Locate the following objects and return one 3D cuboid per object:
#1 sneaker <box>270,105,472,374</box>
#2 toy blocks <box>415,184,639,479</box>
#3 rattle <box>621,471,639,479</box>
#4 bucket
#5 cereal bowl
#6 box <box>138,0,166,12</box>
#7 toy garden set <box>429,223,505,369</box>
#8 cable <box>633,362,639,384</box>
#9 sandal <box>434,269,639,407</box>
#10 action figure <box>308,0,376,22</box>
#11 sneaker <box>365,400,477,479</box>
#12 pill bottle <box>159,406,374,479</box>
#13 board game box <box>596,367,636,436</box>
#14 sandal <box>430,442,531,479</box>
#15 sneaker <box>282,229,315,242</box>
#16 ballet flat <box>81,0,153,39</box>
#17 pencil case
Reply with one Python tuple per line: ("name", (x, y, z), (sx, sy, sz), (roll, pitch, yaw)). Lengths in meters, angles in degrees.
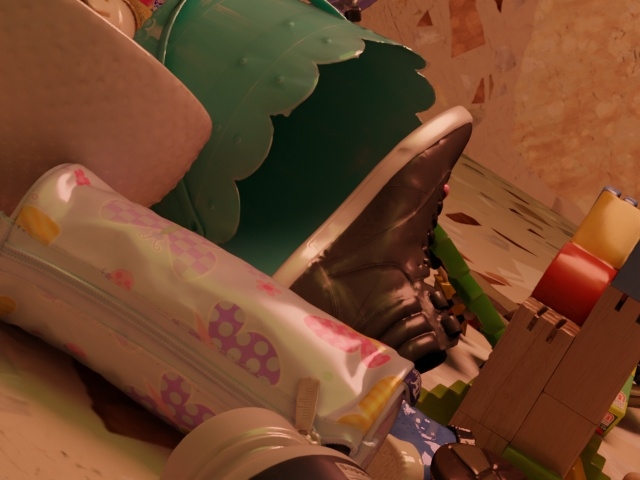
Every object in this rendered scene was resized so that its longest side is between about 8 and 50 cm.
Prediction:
("sneaker", (0.070, 0.020, 1.216), (0.147, 0.296, 0.104), (41, -30, 3))
("toy blocks", (0.223, 0.075, 1.240), (0.190, 0.261, 0.381), (32, 11, 12))
("rattle", (0.367, 0.225, 1.280), (0.199, 0.143, 0.130), (25, -8, 7))
("bucket", (-0.051, -0.091, 1.300), (0.183, 0.281, 0.281), (31, 11, 26))
("cereal bowl", (-0.255, -0.110, 1.051), (0.339, 0.141, 0.339), (30, -7, 4))
("box", (-0.292, -0.344, 2.118), (0.122, 0.128, 0.257), (31, 11, 8))
("toy garden set", (0.118, 0.027, 1.519), (0.244, 0.049, 0.204), (56, 2, -16))
("cable", (0.405, 0.181, 1.715), (0.150, 0.047, 0.184), (36, -6, 19))
("sandal", (0.259, 0.098, 1.675), (0.302, 0.086, 0.120), (35, 13, 26))
("action figure", (-0.079, -0.170, 1.631), (0.330, 0.341, 0.179), (46, -17, 37))
("sneaker", (0.063, 0.141, 1.059), (0.084, 0.058, 0.152), (17, 20, -28))
("pill bottle", (-0.004, 0.159, 0.690), (0.108, 0.108, 0.180), (21, 14, -39))
("board game box", (0.289, 0.113, 1.576), (0.092, 0.043, 0.181), (29, 43, -1))
("sandal", (0.127, 0.216, 0.923), (0.090, 0.060, 0.219), (9, 38, -47))
("sneaker", (0.000, 0.000, 1.466), (0.132, 0.086, 0.228), (18, 17, -38))
("ballet flat", (-0.315, -0.261, 1.701), (0.348, 0.123, 0.123), (17, 16, -32))
("pencil case", (-0.078, 0.063, 0.917), (0.273, 0.113, 0.124), (32, 23, 8))
